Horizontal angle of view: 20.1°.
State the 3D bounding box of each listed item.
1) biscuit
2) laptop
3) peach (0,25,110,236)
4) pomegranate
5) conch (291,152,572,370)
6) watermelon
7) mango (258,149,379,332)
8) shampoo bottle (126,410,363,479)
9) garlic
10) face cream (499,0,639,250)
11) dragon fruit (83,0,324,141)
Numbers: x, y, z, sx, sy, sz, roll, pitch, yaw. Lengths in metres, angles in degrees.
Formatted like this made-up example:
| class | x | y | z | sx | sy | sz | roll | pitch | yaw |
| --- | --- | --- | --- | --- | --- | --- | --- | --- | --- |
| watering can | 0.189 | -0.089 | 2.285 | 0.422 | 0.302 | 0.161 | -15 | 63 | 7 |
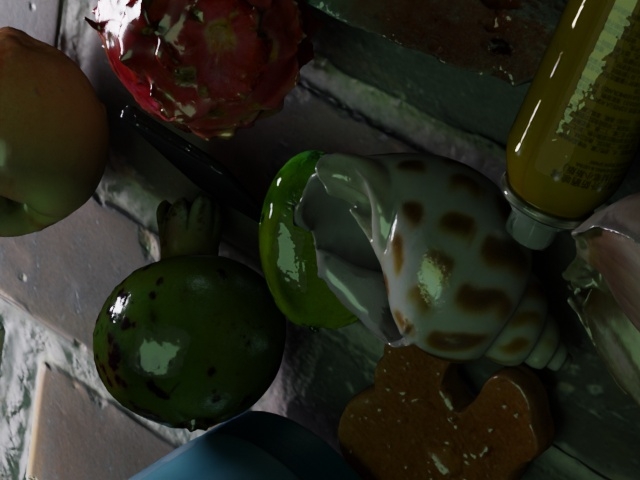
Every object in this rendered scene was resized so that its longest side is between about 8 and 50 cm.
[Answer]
| class | x | y | z | sx | sy | sz | roll | pitch | yaw |
| --- | --- | --- | --- | --- | --- | --- | --- | --- | --- |
| biscuit | 0.110 | 0.209 | 1.774 | 0.202 | 0.047 | 0.334 | 39 | 131 | 21 |
| laptop | -0.108 | -0.065 | 1.768 | 0.135 | 0.197 | 0.016 | 32 | 84 | 24 |
| peach | -0.326 | -0.122 | 1.909 | 0.232 | 0.232 | 0.232 | 18 | 120 | 34 |
| pomegranate | -0.134 | 0.074 | 1.843 | 0.202 | 0.202 | 0.248 | -19 | 67 | 44 |
| conch | 0.111 | 0.022 | 1.618 | 0.275 | 0.148 | 0.183 | 58 | 153 | 8 |
| watermelon | 0.115 | -0.203 | 1.539 | 0.241 | 0.154 | 0.094 | 30 | 128 | 9 |
| mango | 0.000 | 0.000 | 1.740 | 0.119 | 0.100 | 0.178 | -7 | 103 | -2 |
| shampoo bottle | -0.129 | 0.394 | 1.821 | 0.331 | 0.342 | 0.331 | 30 | 135 | 36 |
| garlic | 0.304 | 0.065 | 1.441 | 0.292 | 0.210 | 0.237 | 45 | 126 | 27 |
| face cream | 0.233 | -0.142 | 1.449 | 0.105 | 0.105 | 0.349 | 35 | 123 | 23 |
| dragon fruit | -0.115 | -0.205 | 1.680 | 0.268 | 0.210 | 0.205 | 24 | 137 | 55 |
